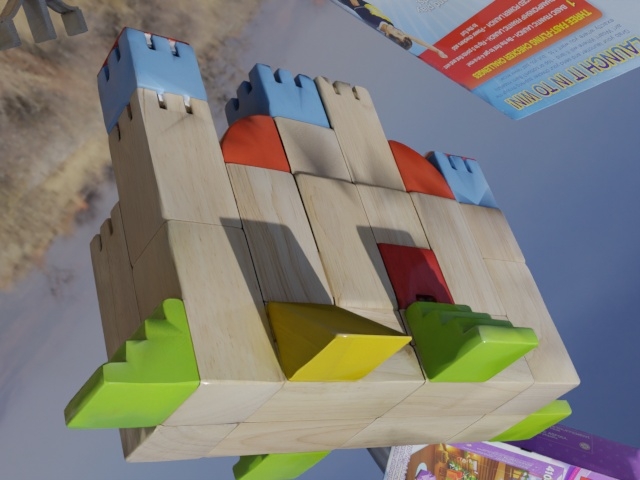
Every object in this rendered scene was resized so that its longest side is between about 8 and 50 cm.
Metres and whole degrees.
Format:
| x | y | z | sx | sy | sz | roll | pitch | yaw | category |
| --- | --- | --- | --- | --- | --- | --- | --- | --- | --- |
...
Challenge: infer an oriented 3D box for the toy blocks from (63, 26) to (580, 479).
| x | y | z | sx | sy | sz | roll | pitch | yaw | category |
| --- | --- | --- | --- | --- | --- | --- | --- | --- | --- |
| 0.000 | 0.000 | 0.577 | 0.191 | 0.381 | 0.261 | -46 | -131 | 39 | toy blocks |

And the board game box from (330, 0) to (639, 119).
| x | y | z | sx | sy | sz | roll | pitch | yaw | category |
| --- | --- | --- | --- | --- | --- | --- | --- | --- | --- |
| 0.116 | -0.231 | 0.612 | 0.086 | 0.301 | 0.308 | -64 | -166 | -14 | board game box |

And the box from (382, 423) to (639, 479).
| x | y | z | sx | sy | sz | roll | pitch | yaw | category |
| --- | --- | --- | --- | --- | --- | --- | --- | --- | --- |
| 0.142 | 0.285 | 0.768 | 0.057 | 0.200 | 0.294 | -51 | 155 | -62 | box |

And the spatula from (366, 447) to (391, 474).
| x | y | z | sx | sy | sz | roll | pitch | yaw | category |
| --- | --- | --- | --- | --- | --- | --- | --- | --- | --- |
| 0.036 | 0.193 | 1.002 | 0.084 | 0.297 | 0.030 | -33 | -172 | 2 | spatula |

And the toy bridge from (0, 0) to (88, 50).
| x | y | z | sx | sy | sz | roll | pitch | yaw | category |
| --- | --- | --- | --- | --- | --- | --- | --- | --- | --- |
| -0.337 | -0.269 | 1.023 | 0.026 | 0.063 | 0.188 | -11 | -164 | 15 | toy bridge |
